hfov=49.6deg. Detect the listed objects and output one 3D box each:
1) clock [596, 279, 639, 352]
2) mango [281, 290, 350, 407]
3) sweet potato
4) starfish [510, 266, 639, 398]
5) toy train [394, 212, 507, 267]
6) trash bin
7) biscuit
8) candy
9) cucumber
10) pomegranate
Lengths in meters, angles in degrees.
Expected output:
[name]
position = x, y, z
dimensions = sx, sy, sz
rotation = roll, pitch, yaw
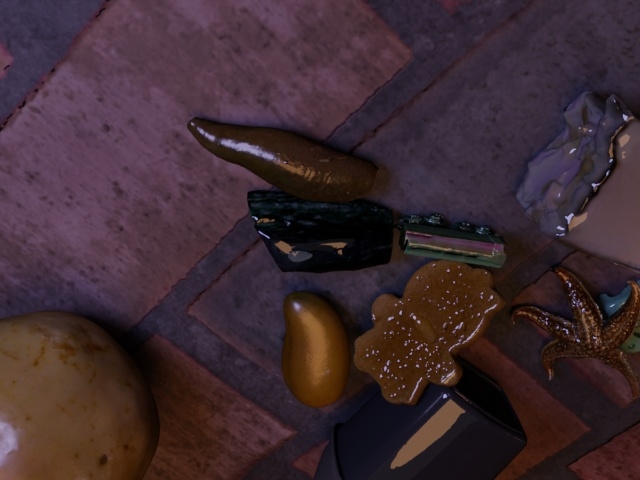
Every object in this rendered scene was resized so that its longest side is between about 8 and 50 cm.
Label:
[clock]
position = 0.472, 0.097, 0.986
dimensions = 0.135, 0.041, 0.101
rotation = -27, 115, 13
[mango]
position = -0.009, 0.153, 0.991
dimensions = 0.102, 0.085, 0.184
rotation = -3, 109, 6
[sweet potato]
position = -0.049, -0.097, 0.855
dimensions = 0.244, 0.077, 0.077
rotation = 14, 118, -10
[starfish]
position = 0.382, 0.138, 0.970
dimensions = 0.238, 0.057, 0.213
rotation = 48, 138, -2
[toy train]
position = 0.170, -0.002, 0.910
dimensions = 0.148, 0.071, 0.038
rotation = 9, 119, -5
[trash bin]
position = 0.142, 0.318, 1.031
dimensions = 0.209, 0.182, 0.290
rotation = 34, 109, -17
[biscuit]
position = 0.146, 0.116, 0.946
dimensions = 0.225, 0.166, 0.036
rotation = -52, 145, 9
[candy]
position = 0.366, -0.071, 0.836
dimensions = 0.195, 0.137, 0.185
rotation = 19, 117, -12
[cucumber]
position = 0.000, 0.000, 0.909
dimensions = 0.193, 0.086, 0.115
rotation = 0, 118, -7
[pomegranate]
position = -0.396, 0.255, 0.930
dimensions = 0.342, 0.342, 0.342
rotation = 0, 119, 0
